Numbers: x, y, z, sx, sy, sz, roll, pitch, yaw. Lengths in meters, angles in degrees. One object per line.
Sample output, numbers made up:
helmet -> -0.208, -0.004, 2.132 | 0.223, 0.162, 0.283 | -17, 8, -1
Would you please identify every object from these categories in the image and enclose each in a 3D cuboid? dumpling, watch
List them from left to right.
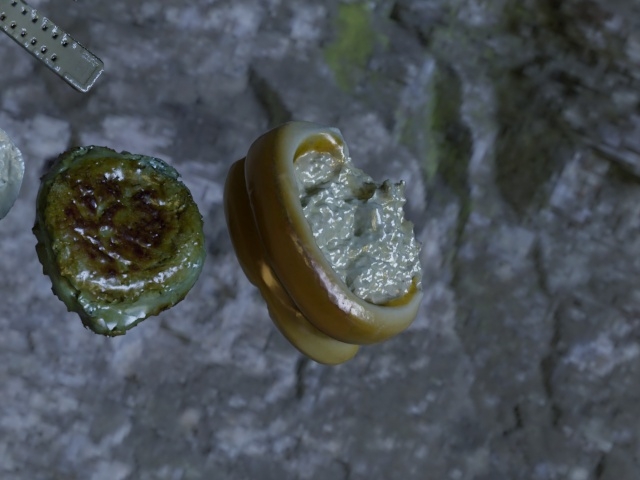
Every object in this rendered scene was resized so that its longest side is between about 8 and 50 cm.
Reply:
dumpling -> -0.576, -0.127, 2.341 | 0.155, 0.181, 0.111 | -7, 41, 0
watch -> -0.305, -0.277, 1.445 | 0.268, 0.165, 0.102 | 40, 55, -20

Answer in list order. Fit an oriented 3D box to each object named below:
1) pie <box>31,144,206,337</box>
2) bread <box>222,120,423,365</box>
pie -> -0.347, -0.013, 2.376 | 0.288, 0.103, 0.355 | -7, 69, -31
bread -> 0.004, -0.001, 2.474 | 0.329, 0.245, 0.424 | -28, 87, -37
